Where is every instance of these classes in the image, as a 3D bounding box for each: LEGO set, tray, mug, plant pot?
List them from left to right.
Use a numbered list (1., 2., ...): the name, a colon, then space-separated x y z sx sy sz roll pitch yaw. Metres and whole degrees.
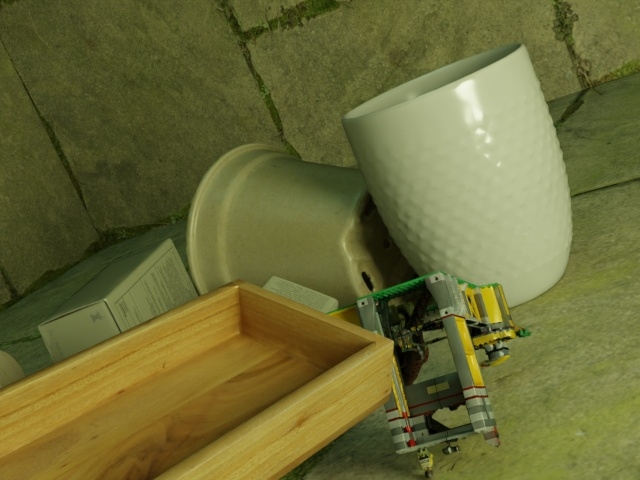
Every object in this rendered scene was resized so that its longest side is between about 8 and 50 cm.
1. tray: -0.142 0.158 0.754 0.203 0.076 0.411 19 30 36
2. plant pot: 0.000 0.000 1.498 0.305 0.333 0.334 3 27 41
3. LEGO set: 0.078 0.172 0.999 0.331 0.192 0.255 -18 -16 13
4. mug: 0.224 -0.090 1.335 0.276 0.328 0.374 -20 13 16

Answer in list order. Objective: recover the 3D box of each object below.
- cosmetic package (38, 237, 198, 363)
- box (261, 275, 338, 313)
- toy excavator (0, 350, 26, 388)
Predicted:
1. cosmetic package: -0.282 0.122 1.346 0.113 0.160 0.309 -20 11 13
2. box: -0.081 0.169 1.191 0.113 0.094 0.275 20 39 17
3. toy excavator: -0.508 0.260 0.988 0.222 0.433 0.445 -16 52 20
